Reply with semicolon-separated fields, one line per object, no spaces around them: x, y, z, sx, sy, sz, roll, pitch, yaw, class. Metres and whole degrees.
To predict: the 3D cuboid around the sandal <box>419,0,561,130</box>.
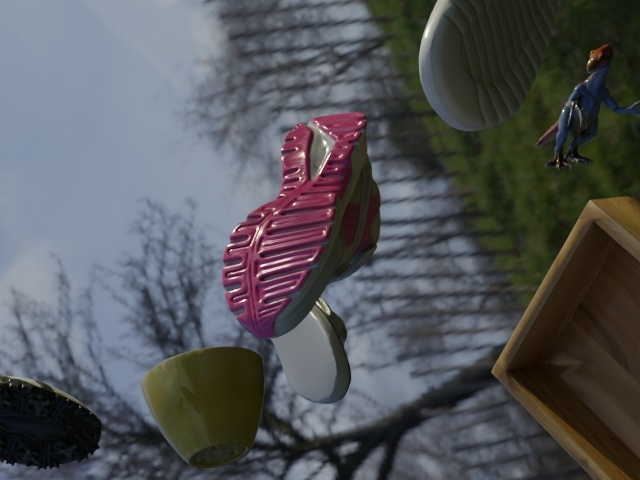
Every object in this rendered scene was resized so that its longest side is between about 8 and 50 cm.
0.188;-0.248;1.487;0.416;0.102;0.169;-52;-57;-47;sandal

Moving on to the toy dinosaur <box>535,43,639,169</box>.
0.159;-0.085;0.793;0.090;0.047;0.082;33;122;50;toy dinosaur

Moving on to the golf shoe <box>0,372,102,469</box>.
-0.275;0.129;1.052;0.094;0.198;0.077;-102;27;-69;golf shoe

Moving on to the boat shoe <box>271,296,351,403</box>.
-0.011;0.120;1.621;0.088;0.096;0.267;12;-163;-31;boat shoe

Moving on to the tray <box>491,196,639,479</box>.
0.337;0.166;1.057;0.076;0.203;0.411;-7;-138;-42;tray

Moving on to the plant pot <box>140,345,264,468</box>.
-0.117;0.185;1.357;0.134;0.134;0.095;51;-160;-59;plant pot

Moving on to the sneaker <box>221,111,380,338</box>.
0.000;0.000;1.133;0.111;0.103;0.252;63;-142;-35;sneaker
